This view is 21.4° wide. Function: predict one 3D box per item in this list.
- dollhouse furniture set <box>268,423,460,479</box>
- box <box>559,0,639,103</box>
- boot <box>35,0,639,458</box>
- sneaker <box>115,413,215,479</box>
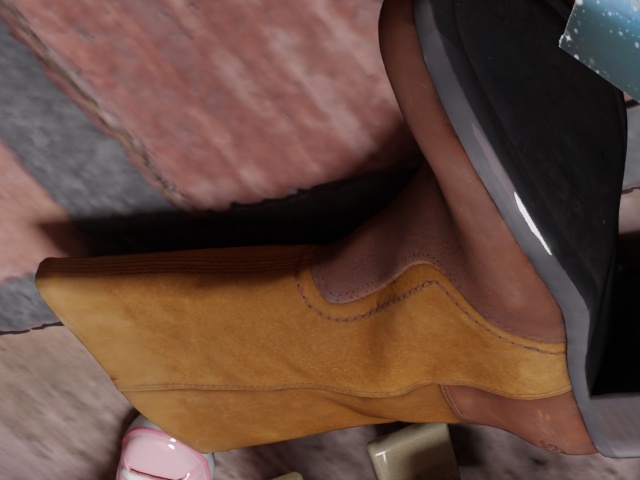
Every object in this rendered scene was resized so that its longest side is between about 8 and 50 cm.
[{"bbox_3d":[0.106,0.218,0.792,0.259,0.262,0.135,-21,140,-5],"label":"dollhouse furniture set"},{"bbox_3d":[0.189,-0.058,0.489,0.233,0.044,0.159,39,147,20],"label":"box"},{"bbox_3d":[0.000,0.000,0.704,0.280,0.096,0.264,-3,146,33],"label":"boot"},{"bbox_3d":[-0.091,0.152,0.904,0.051,0.070,0.134,17,141,1],"label":"sneaker"}]
